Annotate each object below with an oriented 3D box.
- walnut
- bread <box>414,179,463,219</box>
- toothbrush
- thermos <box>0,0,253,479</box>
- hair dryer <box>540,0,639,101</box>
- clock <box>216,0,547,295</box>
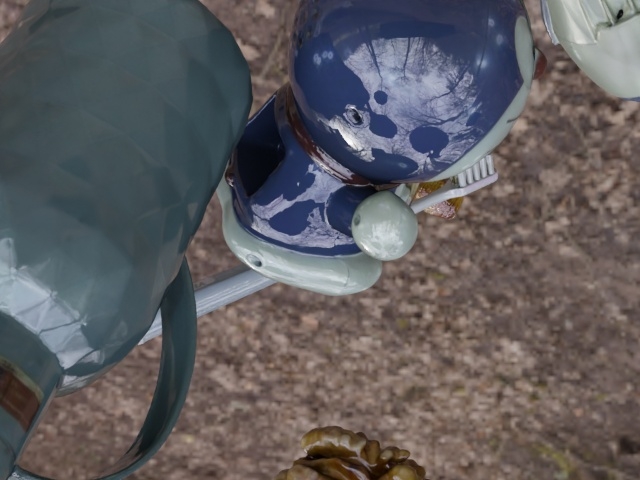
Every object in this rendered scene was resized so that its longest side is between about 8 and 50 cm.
[{"bbox_3d":[0.041,0.252,1.039,0.170,0.143,0.069,26,137,12],"label":"walnut"},{"bbox_3d":[0.180,-0.065,1.632,0.085,0.053,0.085,32,169,7],"label":"bread"},{"bbox_3d":[0.000,0.002,0.813,0.342,0.025,0.030,-25,122,-20],"label":"toothbrush"},{"bbox_3d":[-0.132,0.005,0.541,0.145,0.286,0.182,-22,127,39],"label":"thermos"},{"bbox_3d":[0.203,-0.290,0.882,0.119,0.298,0.296,-27,151,15],"label":"hair dryer"},{"bbox_3d":[0.032,-0.078,0.649,0.147,0.199,0.243,15,135,-23],"label":"clock"}]
